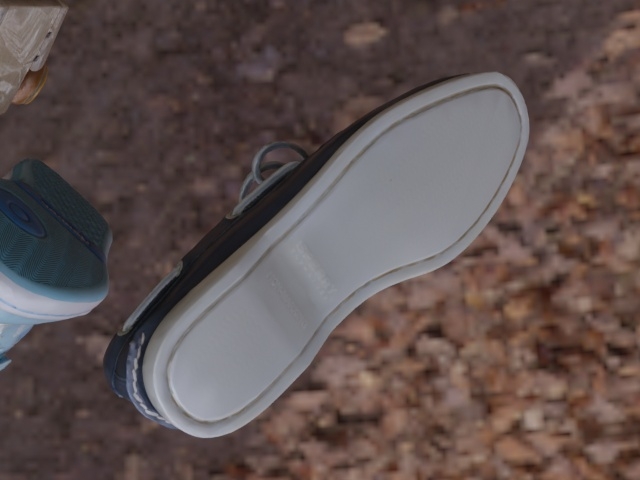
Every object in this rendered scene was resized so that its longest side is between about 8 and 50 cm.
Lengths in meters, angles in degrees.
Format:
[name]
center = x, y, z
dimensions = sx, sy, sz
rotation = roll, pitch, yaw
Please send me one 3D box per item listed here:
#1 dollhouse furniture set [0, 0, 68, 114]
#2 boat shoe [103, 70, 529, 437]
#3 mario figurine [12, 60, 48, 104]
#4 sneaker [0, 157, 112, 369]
[dollhouse furniture set]
center = -0.424, -0.210, 1.473
dimensions = 0.286, 0.303, 0.198
rotation = -8, 141, -47
[boat shoe]
center = 0.000, 0.000, 0.907
dimensions = 0.079, 0.254, 0.095
rotation = 15, 145, 55
[mario figurine]
center = -0.412, -0.186, 1.637
dimensions = 0.320, 0.198, 0.170
rotation = 31, -176, -32
[sneaker]
center = -0.265, 0.055, 1.370
dimensions = 0.208, 0.127, 0.319
rotation = -45, -176, 6
